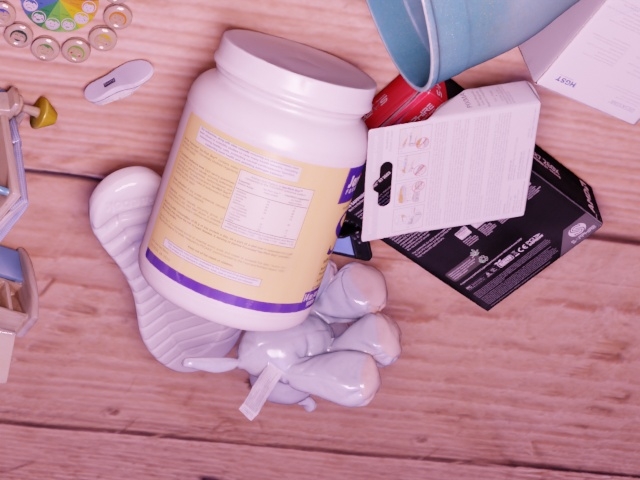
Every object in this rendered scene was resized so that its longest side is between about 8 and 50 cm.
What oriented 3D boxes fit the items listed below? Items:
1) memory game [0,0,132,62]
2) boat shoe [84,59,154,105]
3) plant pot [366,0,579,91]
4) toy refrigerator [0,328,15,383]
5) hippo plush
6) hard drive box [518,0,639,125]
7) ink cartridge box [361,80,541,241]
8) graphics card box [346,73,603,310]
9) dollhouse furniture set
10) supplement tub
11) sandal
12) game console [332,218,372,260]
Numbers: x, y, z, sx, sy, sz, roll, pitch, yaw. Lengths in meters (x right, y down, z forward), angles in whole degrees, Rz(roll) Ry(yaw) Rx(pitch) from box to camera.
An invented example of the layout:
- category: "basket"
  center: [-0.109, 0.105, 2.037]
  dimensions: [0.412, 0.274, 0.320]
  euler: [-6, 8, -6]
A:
- category: "memory game"
  center: [-0.326, -0.298, 1.752]
  dimensions: [0.186, 0.012, 0.186]
  euler: [-3, 132, -3]
- category: "boat shoe"
  center: [-0.259, -0.204, 1.835]
  dimensions: [0.100, 0.035, 0.035]
  euler: [-26, 157, 12]
- category: "plant pot"
  center: [0.192, -0.340, 1.615]
  dimensions: [0.255, 0.272, 0.272]
  euler: [-20, 133, -7]
- category: "toy refrigerator"
  center: [-0.589, 0.128, 2.061]
  dimensions: [0.269, 0.094, 0.102]
  euler: [8, 124, -14]
- category: "hippo plush"
  center: [-0.015, 0.178, 2.041]
  dimensions: [0.234, 0.294, 0.236]
  euler: [37, 160, 14]
- category: "hard drive box"
  center: [0.396, -0.279, 1.780]
  dimensions: [0.181, 0.089, 0.232]
  euler: [18, 128, -30]
- category: "ink cartridge box"
  center: [0.162, -0.101, 1.807]
  dimensions: [0.232, 0.066, 0.189]
  euler: [-7, 131, -10]
- category: "graphics card box"
  center: [0.190, -0.070, 1.958]
  dimensions: [0.371, 0.094, 0.233]
  euler: [33, 121, -29]
- category: "dollhouse furniture set"
  center: [-0.403, 0.001, 1.847]
  dimensions: [0.198, 0.286, 0.303]
  euler: [20, 126, -39]
- category: "supplement tub"
  center: [-0.077, -0.077, 1.781]
  dimensions: [0.241, 0.241, 0.331]
  euler: [14, 109, -18]
- category: "sandal"
  center: [-0.213, 0.031, 2.009]
  dimensions: [0.169, 0.102, 0.416]
  euler: [-24, 137, -6]
- category: "game console"
  center: [0.000, 0.000, 1.985]
  dimensions: [0.122, 0.071, 0.107]
  euler: [12, 139, 26]
